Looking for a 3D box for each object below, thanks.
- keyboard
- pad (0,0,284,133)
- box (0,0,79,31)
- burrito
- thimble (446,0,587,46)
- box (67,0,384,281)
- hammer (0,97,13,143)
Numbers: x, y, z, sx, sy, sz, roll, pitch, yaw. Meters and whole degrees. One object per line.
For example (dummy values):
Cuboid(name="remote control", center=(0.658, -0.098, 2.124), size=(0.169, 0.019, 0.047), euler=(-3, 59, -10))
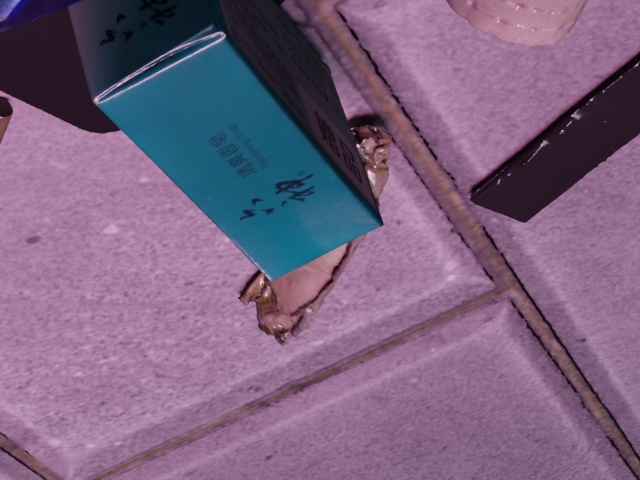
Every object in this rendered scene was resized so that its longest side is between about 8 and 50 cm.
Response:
Cuboid(name="keyboard", center=(0.207, -0.081, 1.489), size=(0.074, 0.015, 0.196), euler=(17, 133, -45))
Cuboid(name="pad", center=(-0.108, -0.168, 1.235), size=(0.267, 0.004, 0.181), euler=(-37, 141, 24))
Cuboid(name="box", center=(-0.046, -0.247, 0.931), size=(0.261, 0.116, 0.279), euler=(-42, 177, 33))
Cuboid(name="burrito", center=(0.000, -0.002, 1.465), size=(0.058, 0.063, 0.229), euler=(26, 134, -10))
Cuboid(name="thimble", center=(0.127, -0.189, 1.214), size=(0.102, 0.115, 0.090), euler=(0, 141, -20))
Cuboid(name="box", center=(-0.063, -0.101, 1.211), size=(0.092, 0.153, 0.245), euler=(-27, 143, 13))
Cuboid(name="hammer", center=(-0.263, -0.085, 1.274), size=(0.110, 0.019, 0.035), euler=(8, 138, -24))
